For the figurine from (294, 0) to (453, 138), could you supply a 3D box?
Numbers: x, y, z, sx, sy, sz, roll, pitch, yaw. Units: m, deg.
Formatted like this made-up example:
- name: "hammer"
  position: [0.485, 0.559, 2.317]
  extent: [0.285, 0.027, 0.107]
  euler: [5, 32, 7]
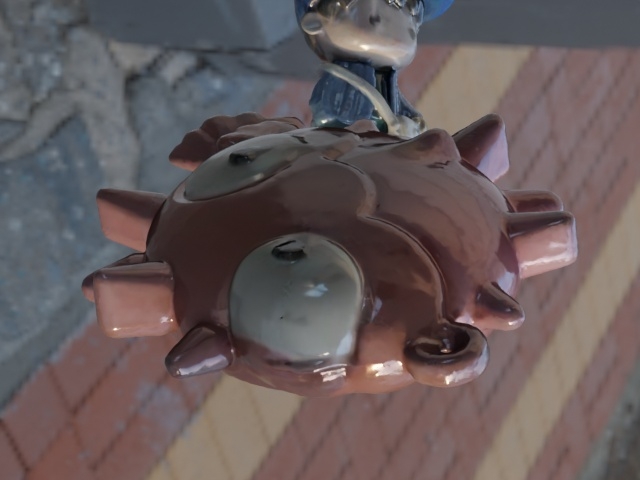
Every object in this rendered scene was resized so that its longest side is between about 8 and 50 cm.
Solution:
- name: "figurine"
  position: [0.026, -0.097, 0.976]
  extent: [0.086, 0.087, 0.149]
  euler: [10, 81, -36]

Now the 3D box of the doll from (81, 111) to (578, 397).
- name: "doll"
  position: [0.000, 0.000, 0.758]
  extent: [0.211, 0.262, 0.093]
  euler: [-14, 119, -12]
